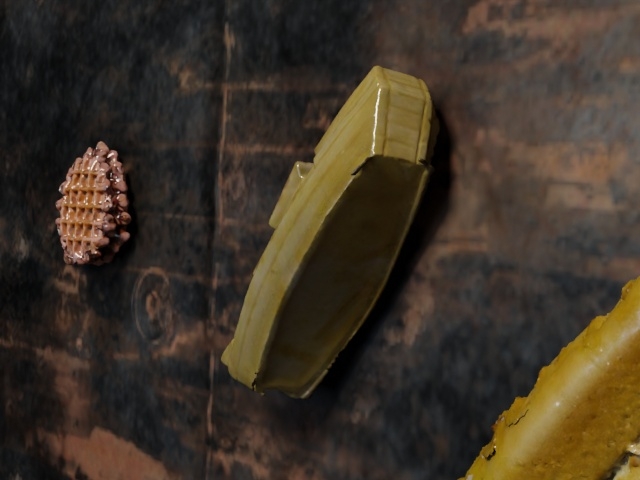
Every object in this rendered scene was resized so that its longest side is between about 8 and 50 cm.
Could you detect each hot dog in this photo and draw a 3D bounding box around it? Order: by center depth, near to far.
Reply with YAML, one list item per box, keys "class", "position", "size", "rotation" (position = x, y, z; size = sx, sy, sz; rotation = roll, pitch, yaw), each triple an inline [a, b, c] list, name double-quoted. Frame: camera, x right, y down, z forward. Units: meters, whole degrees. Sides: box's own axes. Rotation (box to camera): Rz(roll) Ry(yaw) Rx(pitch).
- class: "hot dog"
  position: [0.135, 0.064, 0.637]
  size: [0.083, 0.068, 0.289]
  rotation: [46, 123, 16]

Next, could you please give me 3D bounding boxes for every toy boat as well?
- class: "toy boat"
  position: [0.000, 0.000, 0.830]
  size: [0.206, 0.064, 0.072]
  rotation: [-61, 30, 32]

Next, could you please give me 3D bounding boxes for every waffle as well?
- class: "waffle"
  position: [-0.152, -0.023, 1.065]
  size: [0.075, 0.029, 0.083]
  rotation: [-50, 47, 36]
